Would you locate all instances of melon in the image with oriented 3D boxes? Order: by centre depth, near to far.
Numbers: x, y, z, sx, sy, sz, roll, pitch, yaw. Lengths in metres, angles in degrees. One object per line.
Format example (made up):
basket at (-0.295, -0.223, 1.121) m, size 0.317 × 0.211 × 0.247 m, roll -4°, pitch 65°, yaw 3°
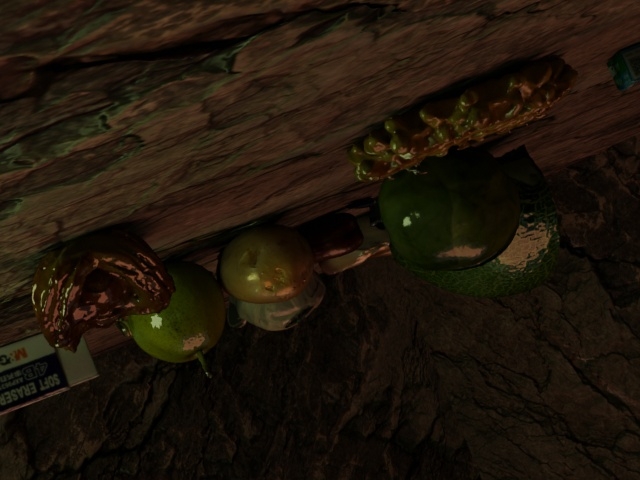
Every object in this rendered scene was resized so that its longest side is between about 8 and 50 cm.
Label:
melon at (0.325, -0.036, 2.021) m, size 0.343 × 0.331 × 0.226 m, roll 93°, pitch 20°, yaw -68°

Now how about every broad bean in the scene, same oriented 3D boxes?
broad bean at (0.000, 0.000, 2.040) m, size 0.165 × 0.084 × 0.114 m, roll -17°, pitch -179°, yaw 26°

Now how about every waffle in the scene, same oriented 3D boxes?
waffle at (0.184, -0.146, 1.267) m, size 0.293 × 0.069 × 0.260 m, roll -22°, pitch 177°, yaw -15°

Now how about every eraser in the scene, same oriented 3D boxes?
eraser at (-0.601, 0.268, 2.034) m, size 0.287 × 0.130 × 0.086 m, roll -20°, pitch 178°, yaw -32°

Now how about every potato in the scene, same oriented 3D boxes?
potato at (-0.093, 0.041, 1.732) m, size 0.150 × 0.146 × 0.234 m, roll 23°, pitch 174°, yaw -20°

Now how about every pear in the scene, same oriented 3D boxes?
pear at (-0.232, 0.140, 1.716) m, size 0.166 × 0.216 × 0.180 m, roll -21°, pitch 165°, yaw -42°

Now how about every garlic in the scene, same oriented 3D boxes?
garlic at (0.114, -0.009, 2.385) m, size 0.228 × 0.110 × 0.217 m, roll -12°, pitch -170°, yaw 15°

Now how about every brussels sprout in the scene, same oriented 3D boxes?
brussels sprout at (0.223, -0.060, 1.706) m, size 0.219 × 0.210 × 0.271 m, roll -18°, pitch -167°, yaw 19°

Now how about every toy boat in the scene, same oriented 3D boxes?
toy boat at (0.172, -0.052, 2.164) m, size 0.109 × 0.098 × 0.238 m, roll -28°, pitch 173°, yaw 26°

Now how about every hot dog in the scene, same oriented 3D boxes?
hot dog at (-0.272, 0.065, 1.262) m, size 0.175 × 0.114 × 0.259 m, roll -23°, pitch 176°, yaw -8°

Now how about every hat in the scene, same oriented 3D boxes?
hat at (-0.116, 0.098, 2.331) m, size 0.232 × 0.161 × 0.275 m, roll -23°, pitch -160°, yaw -17°

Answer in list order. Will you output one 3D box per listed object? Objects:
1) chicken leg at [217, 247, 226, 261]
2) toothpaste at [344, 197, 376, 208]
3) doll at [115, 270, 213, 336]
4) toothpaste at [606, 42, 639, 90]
chicken leg at (-0.176, 0.027, 1.890) m, size 0.036 × 0.021 × 0.083 m, roll -31°, pitch 179°, yaw -15°
toothpaste at (0.081, -0.071, 1.992) m, size 0.027 × 0.019 × 0.083 m, roll 5°, pitch -167°, yaw 38°
doll at (-0.284, 0.104, 1.862) m, size 0.207 × 0.081 × 0.129 m, roll -29°, pitch -141°, yaw -26°
toothpaste at (0.543, -0.286, 1.437) m, size 0.266 × 0.050 × 0.065 m, roll -22°, pitch 175°, yaw -1°
